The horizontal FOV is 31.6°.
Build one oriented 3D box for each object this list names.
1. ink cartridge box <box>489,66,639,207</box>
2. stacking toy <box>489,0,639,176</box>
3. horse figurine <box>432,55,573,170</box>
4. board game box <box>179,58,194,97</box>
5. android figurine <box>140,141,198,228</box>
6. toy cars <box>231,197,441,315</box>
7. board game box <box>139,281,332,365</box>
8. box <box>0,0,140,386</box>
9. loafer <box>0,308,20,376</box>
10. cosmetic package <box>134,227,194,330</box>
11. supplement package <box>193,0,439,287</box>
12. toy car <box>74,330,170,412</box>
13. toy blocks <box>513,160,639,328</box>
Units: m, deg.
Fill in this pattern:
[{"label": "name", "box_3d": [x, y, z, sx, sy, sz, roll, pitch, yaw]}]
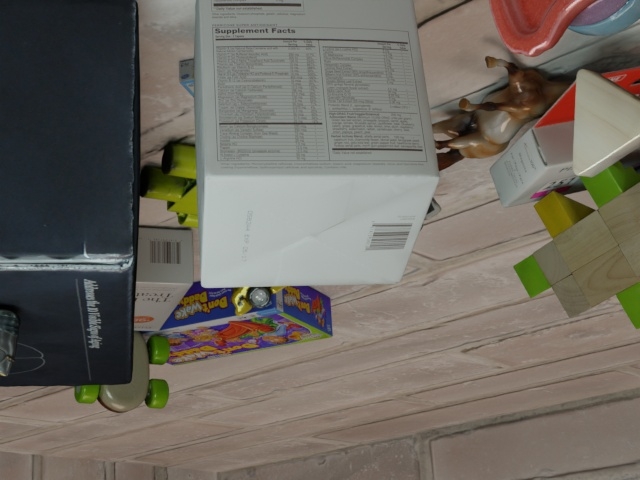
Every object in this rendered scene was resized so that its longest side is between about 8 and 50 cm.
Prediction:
[{"label": "ink cartridge box", "box_3d": [0.369, -0.131, 1.332, 0.275, 0.060, 0.239, -12, 165, -19]}, {"label": "stacking toy", "box_3d": [0.301, -0.208, 0.901, 0.130, 0.279, 0.309, 1, 162, -45]}, {"label": "horse figurine", "box_3d": [0.196, -0.142, 1.337, 0.174, 0.066, 0.263, 0, 155, -39]}, {"label": "board game box", "box_3d": [-0.067, -0.179, 1.263, 0.154, 0.026, 0.103, -9, 160, 14]}, {"label": "android figurine", "box_3d": [-0.097, -0.071, 1.523, 0.273, 0.056, 0.248, 10, 156, -30]}, {"label": "toy cars", "box_3d": [0.000, 0.000, 1.660, 0.393, 0.087, 0.176, -23, -164, 43]}, {"label": "board game box", "box_3d": [-0.183, 0.144, 2.068, 0.347, 0.078, 0.233, -12, 158, 23]}, {"label": "box", "box_3d": [-0.435, -0.028, 1.224, 0.471, 0.297, 0.480, 2, 160, -9]}, {"label": "loafer", "box_3d": [-0.372, 0.098, 1.070, 0.170, 0.061, 0.062, 0, 161, -6]}, {"label": "cosmetic package", "box_3d": [-0.412, 0.061, 1.779, 0.377, 0.097, 0.284, 3, 162, -18]}, {"label": "supplement package", "box_3d": [-0.017, -0.117, 1.057, 0.198, 0.263, 0.199, -1, 151, -8]}, {"label": "toy car", "box_3d": [-0.372, 0.237, 1.995, 0.155, 0.149, 0.188, 9, 161, -29]}, {"label": "toy blocks", "box_3d": [0.445, -0.039, 1.362, 0.261, 0.191, 0.381, -24, 170, -29]}]
